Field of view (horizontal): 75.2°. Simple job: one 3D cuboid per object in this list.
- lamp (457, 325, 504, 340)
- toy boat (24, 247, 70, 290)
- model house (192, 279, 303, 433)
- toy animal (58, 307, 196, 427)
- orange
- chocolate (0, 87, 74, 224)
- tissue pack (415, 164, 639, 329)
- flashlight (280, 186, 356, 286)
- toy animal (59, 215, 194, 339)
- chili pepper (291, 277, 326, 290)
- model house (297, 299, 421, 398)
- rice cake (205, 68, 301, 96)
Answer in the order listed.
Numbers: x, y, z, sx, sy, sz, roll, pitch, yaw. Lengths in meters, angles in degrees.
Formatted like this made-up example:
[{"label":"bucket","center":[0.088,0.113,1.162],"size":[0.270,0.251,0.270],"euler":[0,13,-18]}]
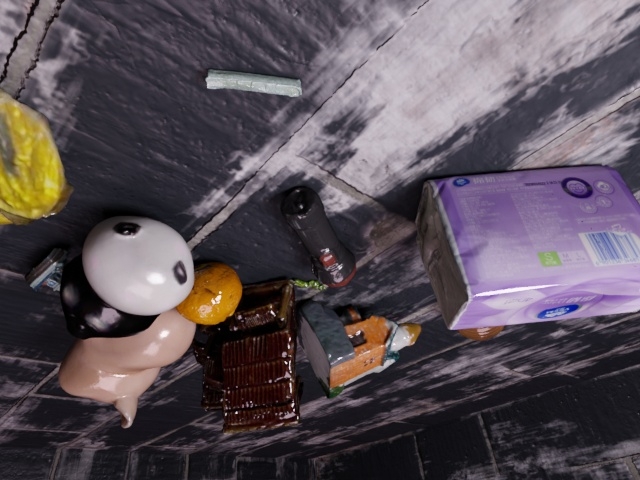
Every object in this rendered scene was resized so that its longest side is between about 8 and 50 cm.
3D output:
[{"label":"lamp","center":[0.395,0.184,1.044],"size":[0.137,0.136,0.136],"euler":[-5,144,-3]},{"label":"toy boat","center":[-0.507,0.064,0.784],"size":[0.140,0.059,0.066],"euler":[-28,122,30]},{"label":"model house","center":[-0.179,0.282,0.939],"size":[0.318,0.282,0.297],"euler":[-9,140,12]},{"label":"toy animal","center":[-0.419,0.233,0.926],"size":[0.327,0.237,0.269],"euler":[-15,115,15]},{"label":"orange","center":[-0.223,0.107,0.825],"size":[0.136,0.117,0.135],"euler":[-9,-171,1]},{"label":"chocolate","center":[-0.568,-0.066,0.521],"size":[0.446,0.162,0.162],"euler":[-8,144,5]},{"label":"tissue pack","center":[0.352,0.011,0.709],"size":[0.339,0.242,0.160],"euler":[-5,144,-2]},{"label":"flashlight","center":[0.000,0.000,0.765],"size":[0.093,0.092,0.232],"euler":[-15,143,11]},{"label":"toy animal","center":[-0.322,0.058,0.710],"size":[0.187,0.165,0.235],"euler":[40,123,-19]},{"label":"chili pepper","center":[-0.027,0.101,0.954],"size":[0.084,0.022,0.027],"euler":[13,141,-19]},{"label":"model house","center":[0.108,0.247,1.083],"size":[0.301,0.190,0.271],"euler":[-17,142,-13]},{"label":"rice cake","center":[-0.084,-0.200,0.529],"size":[0.121,0.022,0.021],"euler":[1,144,-12]}]
